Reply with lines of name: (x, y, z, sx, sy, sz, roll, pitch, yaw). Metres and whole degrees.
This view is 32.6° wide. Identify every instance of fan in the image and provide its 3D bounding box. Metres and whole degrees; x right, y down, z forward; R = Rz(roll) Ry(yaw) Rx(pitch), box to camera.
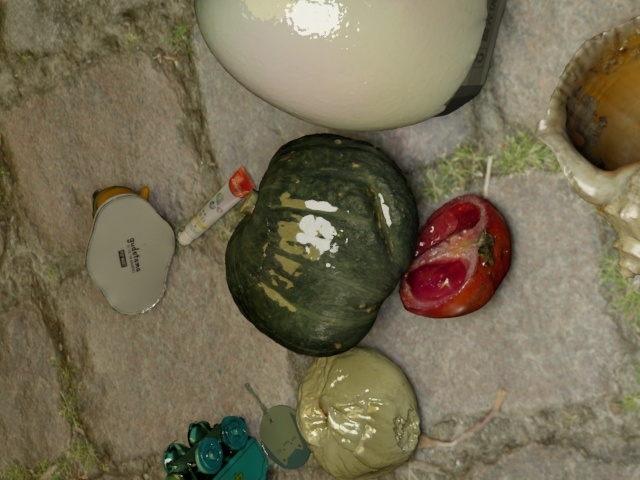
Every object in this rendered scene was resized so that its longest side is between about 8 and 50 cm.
fan: (-0.080, 0.316, 1.894, 0.175, 0.005, 0.113, 51, 123, 19)

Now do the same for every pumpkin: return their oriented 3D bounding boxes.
pumpkin: (0.000, 0.000, 1.627, 0.258, 0.291, 0.327, 24, 99, -8)

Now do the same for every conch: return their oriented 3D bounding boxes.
conch: (0.425, -0.118, 1.342, 0.297, 0.210, 0.352, 28, 71, 16)

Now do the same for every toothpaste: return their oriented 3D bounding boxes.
toothpaste: (-0.184, -0.053, 1.900, 0.190, 0.031, 0.048, -41, 69, 30)

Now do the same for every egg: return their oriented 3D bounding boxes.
egg: (-0.003, -0.327, 1.471, 0.354, 0.340, 0.354, 1, 91, 60)

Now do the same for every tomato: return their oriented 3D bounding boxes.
tomato: (0.205, 0.039, 1.590, 0.173, 0.099, 0.189, -15, 48, 52)

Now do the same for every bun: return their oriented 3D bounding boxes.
bun: (0.046, 0.270, 1.714, 0.220, 0.134, 0.220, 5, 99, 40)

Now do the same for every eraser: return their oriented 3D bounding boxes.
eraser: (0.215, -0.336, 1.523, 0.061, 0.089, 0.351, 22, 110, 29)

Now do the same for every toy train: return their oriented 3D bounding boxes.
toy train: (-0.178, 0.389, 1.870, 0.107, 0.198, 0.154, -19, 101, 35)

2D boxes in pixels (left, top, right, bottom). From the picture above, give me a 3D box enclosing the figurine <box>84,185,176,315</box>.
figurine: (-0.366, 0.000, 1.992, 0.141, 0.167, 0.249, 45, 137, 49)
